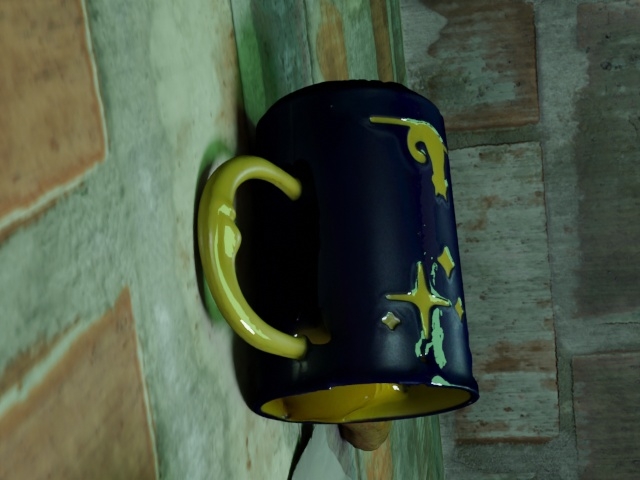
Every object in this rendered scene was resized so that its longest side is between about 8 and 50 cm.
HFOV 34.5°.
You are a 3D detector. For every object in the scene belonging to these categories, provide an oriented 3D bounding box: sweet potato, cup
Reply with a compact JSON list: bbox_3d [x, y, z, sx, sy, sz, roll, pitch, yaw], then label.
[{"bbox_3d":[0.048,0.195,1.186,0.226,0.068,0.068,68,21,-58],"label":"sweet potato"},{"bbox_3d":[0.022,-0.001,0.812,0.255,0.179,0.256,60,25,-70],"label":"cup"}]

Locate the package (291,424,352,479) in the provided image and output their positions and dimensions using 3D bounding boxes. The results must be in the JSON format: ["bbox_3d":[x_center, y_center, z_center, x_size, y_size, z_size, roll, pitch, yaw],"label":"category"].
[{"bbox_3d":[0.014,0.313,0.996,0.204,0.062,0.250,-69,140,-67],"label":"package"}]
